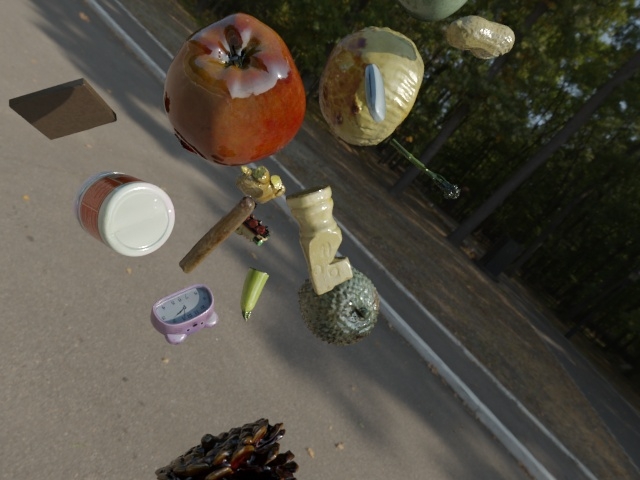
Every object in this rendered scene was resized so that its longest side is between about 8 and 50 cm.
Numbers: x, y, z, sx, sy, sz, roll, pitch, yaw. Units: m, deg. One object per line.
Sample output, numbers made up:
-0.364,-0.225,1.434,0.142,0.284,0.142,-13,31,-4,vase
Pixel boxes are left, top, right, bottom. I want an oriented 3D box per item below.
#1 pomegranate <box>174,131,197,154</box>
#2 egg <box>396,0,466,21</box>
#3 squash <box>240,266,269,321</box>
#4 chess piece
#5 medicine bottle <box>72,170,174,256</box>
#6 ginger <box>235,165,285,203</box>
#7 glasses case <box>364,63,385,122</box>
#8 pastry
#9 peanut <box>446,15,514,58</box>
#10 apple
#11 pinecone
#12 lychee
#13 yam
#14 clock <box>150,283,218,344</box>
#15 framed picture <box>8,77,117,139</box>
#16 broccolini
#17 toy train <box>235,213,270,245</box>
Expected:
-0.274,-0.320,1.025,0.210,0.210,0.235,30,30,-36,pomegranate
0.214,-0.507,0.736,0.169,0.169,0.236,43,-11,6,egg
-0.289,0.231,1.718,0.094,0.224,0.094,15,-10,3,squash
0.000,0.000,0.783,0.090,0.090,0.200,-75,151,-73,chess piece
-0.670,-0.095,1.393,0.241,0.252,0.252,21,1,35,medicine bottle
-0.241,-0.216,1.558,0.216,0.157,0.102,43,43,-52,ginger
0.153,-0.414,1.137,0.067,0.045,0.178,31,52,-53,glasses case
0.153,-0.525,1.382,0.312,0.388,0.388,26,18,-12,pastry
0.451,-0.578,1.155,0.214,0.090,0.098,5,-14,-22,peanut
-0.140,-0.234,0.660,0.234,0.234,0.234,38,15,-12,apple
-0.226,0.675,1.085,0.398,0.398,0.398,38,15,-12,pinecone
0.056,0.205,1.305,0.255,0.255,0.274,32,-18,-30,lychee
-0.257,-0.014,1.012,0.046,0.264,0.046,43,16,-15,yam
-0.323,0.174,0.982,0.153,0.050,0.110,-25,64,-35,clock
-0.581,-0.297,0.929,0.128,0.168,0.023,74,-1,-69,framed picture
0.261,-0.182,1.017,0.218,0.042,0.044,45,5,8,broccolini
-0.244,-0.039,1.442,0.138,0.087,0.050,38,11,13,toy train
